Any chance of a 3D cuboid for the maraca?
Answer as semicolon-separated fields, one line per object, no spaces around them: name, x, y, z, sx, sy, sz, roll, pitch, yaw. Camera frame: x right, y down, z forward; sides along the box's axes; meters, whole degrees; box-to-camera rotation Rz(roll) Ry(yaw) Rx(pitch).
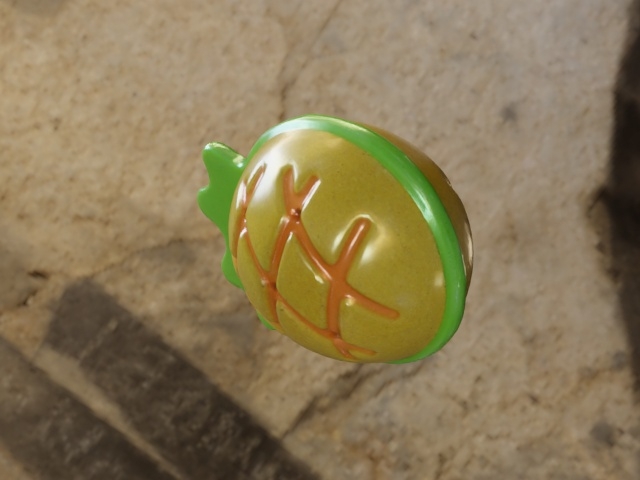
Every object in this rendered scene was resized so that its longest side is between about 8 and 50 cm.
maraca;0.000;0.000;0.628;0.099;0.127;0.185;-26;-163;-35
